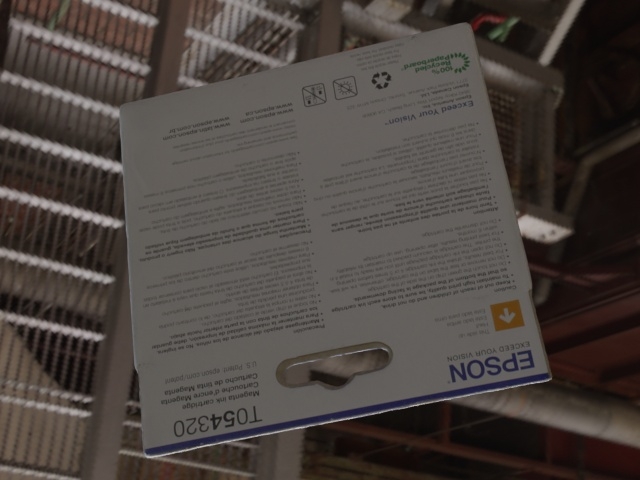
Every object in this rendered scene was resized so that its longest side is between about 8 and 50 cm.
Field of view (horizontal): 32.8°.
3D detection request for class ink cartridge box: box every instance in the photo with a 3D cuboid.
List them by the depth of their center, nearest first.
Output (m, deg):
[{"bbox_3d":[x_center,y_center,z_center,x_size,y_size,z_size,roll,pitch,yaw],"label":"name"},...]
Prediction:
[{"bbox_3d":[0.000,0.000,0.913,0.324,0.071,0.330,-11,-114,7],"label":"ink cartridge box"}]
